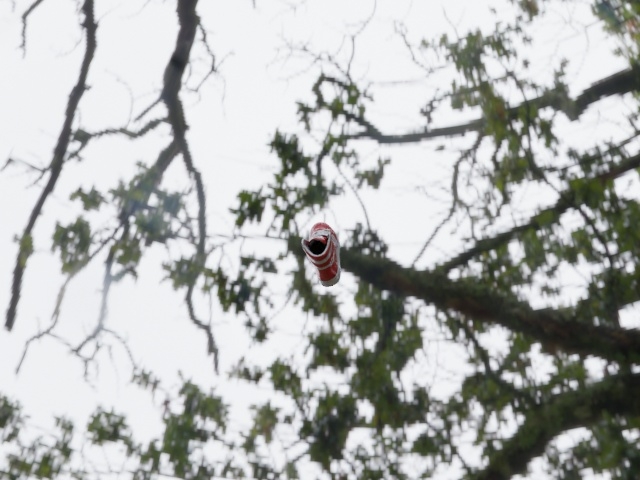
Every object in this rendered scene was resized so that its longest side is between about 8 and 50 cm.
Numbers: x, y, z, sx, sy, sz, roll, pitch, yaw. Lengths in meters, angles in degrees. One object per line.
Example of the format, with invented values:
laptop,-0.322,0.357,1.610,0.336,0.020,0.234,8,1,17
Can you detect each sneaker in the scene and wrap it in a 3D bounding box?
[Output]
sneaker,0.000,0.000,1.522,0.042,0.118,0.067,-18,-49,6
